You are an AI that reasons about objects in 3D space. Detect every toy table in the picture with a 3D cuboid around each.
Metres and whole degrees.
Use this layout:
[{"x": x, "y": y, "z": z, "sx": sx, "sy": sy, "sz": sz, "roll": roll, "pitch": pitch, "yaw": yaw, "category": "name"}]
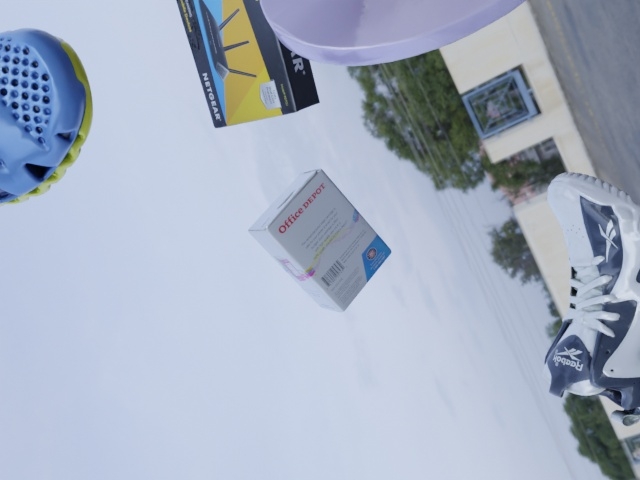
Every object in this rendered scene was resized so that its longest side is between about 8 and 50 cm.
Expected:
[{"x": 0.068, "y": -0.249, "z": 0.424, "sx": 0.252, "sy": 0.274, "sz": 0.161, "roll": 56, "pitch": -177, "yaw": 20, "category": "toy table"}]

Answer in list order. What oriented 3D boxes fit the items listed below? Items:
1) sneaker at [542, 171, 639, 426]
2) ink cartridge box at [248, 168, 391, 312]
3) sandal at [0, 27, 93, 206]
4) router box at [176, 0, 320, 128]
[{"x": 0.250, "y": 0.066, "z": 0.570, "sx": 0.235, "sy": 0.153, "sz": 0.094, "roll": 53, "pitch": 172, "yaw": -12, "category": "sneaker"}, {"x": 0.000, "y": 0.000, "z": 0.645, "sx": 0.122, "sy": 0.088, "sz": 0.052, "roll": 49, "pitch": 160, "yaw": -21, "category": "ink cartridge box"}, {"x": -0.328, "y": -0.066, "z": 0.506, "sx": 0.126, "sy": 0.317, "sz": 0.138, "roll": 61, "pitch": -167, "yaw": -1, "category": "sandal"}, {"x": -0.083, "y": -0.219, "z": 0.665, "sx": 0.046, "sy": 0.133, "sz": 0.179, "roll": -31, "pitch": -68, "yaw": -45, "category": "router box"}]
